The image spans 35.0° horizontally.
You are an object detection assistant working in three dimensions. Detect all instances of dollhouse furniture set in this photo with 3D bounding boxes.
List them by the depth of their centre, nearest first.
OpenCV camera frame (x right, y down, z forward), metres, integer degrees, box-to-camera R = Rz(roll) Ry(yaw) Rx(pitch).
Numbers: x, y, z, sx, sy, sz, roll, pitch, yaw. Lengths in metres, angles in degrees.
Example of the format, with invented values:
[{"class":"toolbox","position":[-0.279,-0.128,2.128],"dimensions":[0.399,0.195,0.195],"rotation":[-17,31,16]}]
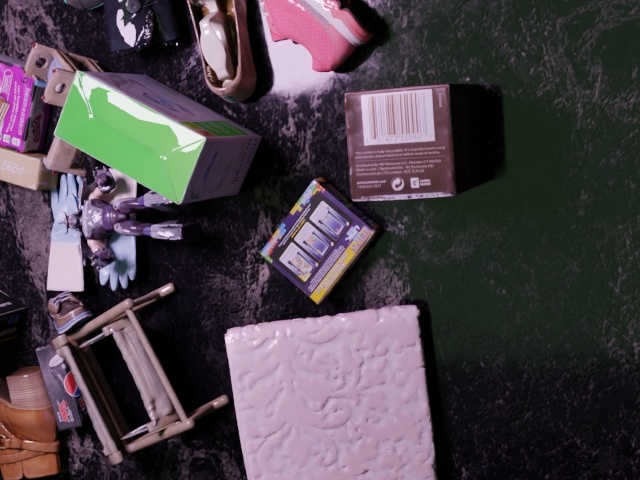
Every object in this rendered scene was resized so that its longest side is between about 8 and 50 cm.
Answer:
[{"class":"dollhouse furniture set","position":[-0.471,-0.235,1.826],"dimensions":[0.129,0.129,0.184],"rotation":[45,115,45]}]

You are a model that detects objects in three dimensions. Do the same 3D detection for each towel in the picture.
[{"class":"towel","position":[0.023,0.281,1.723],"dimensions":[0.331,0.053,0.317],"rotation":[-8,95,-1]}]

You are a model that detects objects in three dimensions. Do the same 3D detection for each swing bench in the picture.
[{"class":"swing bench","position":[-0.348,0.252,1.856],"dimensions":[0.254,0.165,0.253],"rotation":[-28,88,23]}]

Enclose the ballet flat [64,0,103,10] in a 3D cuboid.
[{"class":"ballet flat","position":[-0.413,-0.555,1.811],"dimensions":[0.096,0.095,0.280],"rotation":[2,109,11]}]

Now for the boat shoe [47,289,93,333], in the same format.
[{"class":"boat shoe","position":[-0.477,0.132,1.891],"dimensions":[0.066,0.066,0.183],"rotation":[63,155,-6]}]

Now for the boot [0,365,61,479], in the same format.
[{"class":"boot","position":[-0.645,0.368,2.033],"dimensions":[0.283,0.109,0.220],"rotation":[-6,100,15]}]

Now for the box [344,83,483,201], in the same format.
[{"class":"box","position":[0.150,-0.156,1.582],"dimensions":[0.168,0.203,0.167],"rotation":[-2,97,22]}]

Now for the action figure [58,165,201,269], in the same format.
[{"class":"action figure","position":[-0.357,-0.044,1.821],"dimensions":[0.285,0.099,0.185],"rotation":[-4,94,25]}]

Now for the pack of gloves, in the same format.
[{"class":"pack of gloves","position":[-0.423,-0.018,1.921],"dimensions":[0.195,0.046,0.232],"rotation":[1,89,23]}]

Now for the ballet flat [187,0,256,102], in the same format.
[{"class":"ballet flat","position":[-0.179,-0.393,1.728],"dimensions":[0.107,0.106,0.316],"rotation":[-15,92,22]}]

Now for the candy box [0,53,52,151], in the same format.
[{"class":"candy box","position":[-0.630,-0.277,1.939],"dimensions":[0.233,0.071,0.159],"rotation":[19,104,18]}]

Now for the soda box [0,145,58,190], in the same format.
[{"class":"soda box","position":[-0.587,-0.145,1.937],"dimensions":[0.181,0.058,0.061],"rotation":[16,102,26]}]

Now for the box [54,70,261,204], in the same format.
[{"class":"box","position":[-0.271,-0.176,1.728],"dimensions":[0.262,0.231,0.127],"rotation":[29,106,15]}]

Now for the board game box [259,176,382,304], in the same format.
[{"class":"board game box","position":[0.000,0.000,1.748],"dimensions":[0.141,0.048,0.170],"rotation":[41,109,9]}]

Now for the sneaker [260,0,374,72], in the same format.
[{"class":"sneaker","position":[-0.062,-0.403,1.678],"dimensions":[0.314,0.116,0.136],"rotation":[45,112,10]}]

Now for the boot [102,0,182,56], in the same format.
[{"class":"boot","position":[-0.374,-0.422,1.759],"dimensions":[0.246,0.094,0.207],"rotation":[-9,103,-8]}]

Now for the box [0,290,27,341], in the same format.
[{"class":"box","position":[-0.755,0.123,1.910],"dimensions":[0.257,0.322,0.079],"rotation":[27,105,15]}]

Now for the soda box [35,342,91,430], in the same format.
[{"class":"soda box","position":[-0.496,0.280,1.977],"dimensions":[0.060,0.053,0.169],"rotation":[-15,93,22]}]
